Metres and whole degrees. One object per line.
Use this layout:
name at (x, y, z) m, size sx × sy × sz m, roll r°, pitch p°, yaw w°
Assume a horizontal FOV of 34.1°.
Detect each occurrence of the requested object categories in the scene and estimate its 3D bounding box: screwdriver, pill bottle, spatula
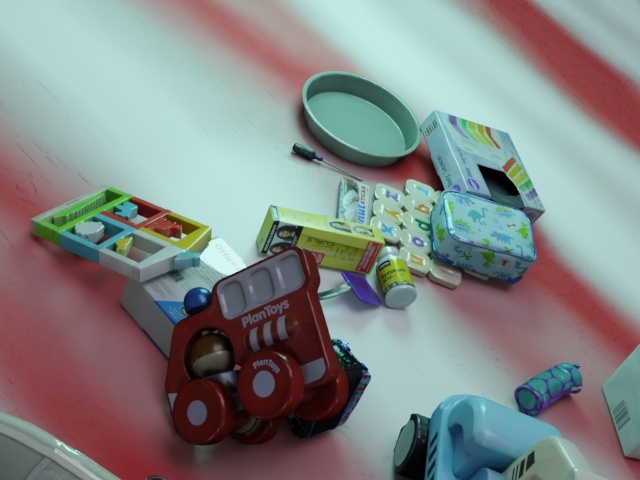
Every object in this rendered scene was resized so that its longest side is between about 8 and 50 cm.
screwdriver at (0.017, -0.170, 2.257) m, size 0.170 × 0.024 × 0.025 m, roll 21°, pitch 69°, yaw -11°
pill bottle at (0.144, 0.070, 2.040) m, size 0.065 × 0.065 × 0.116 m, roll 7°, pitch 44°, yaw -24°
spatula at (0.010, 0.097, 1.922) m, size 0.296 × 0.030 × 0.084 m, roll -5°, pitch 50°, yaw -47°

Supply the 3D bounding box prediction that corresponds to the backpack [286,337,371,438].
backpack at (-0.023, 0.217, 1.729) m, size 0.117 × 0.158 × 0.173 m, roll -5°, pitch 38°, yaw -45°

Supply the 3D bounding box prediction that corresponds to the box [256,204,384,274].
box at (0.000, 0.000, 2.012) m, size 0.232 × 0.087 × 0.058 m, roll 12°, pitch 33°, yaw -21°

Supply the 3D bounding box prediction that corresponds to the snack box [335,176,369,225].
snack box at (0.066, -0.062, 2.168) m, size 0.064 × 0.022 × 0.178 m, roll 20°, pitch 40°, yaw -12°

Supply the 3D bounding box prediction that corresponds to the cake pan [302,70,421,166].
cake pan at (0.087, -0.273, 2.380) m, size 0.293 × 0.054 × 0.293 m, roll 16°, pitch 41°, yaw -15°

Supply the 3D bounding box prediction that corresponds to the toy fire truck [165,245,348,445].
toy fire truck at (-0.112, 0.171, 1.597) m, size 0.169 × 0.302 × 0.253 m, roll 17°, pitch 54°, yaw -57°

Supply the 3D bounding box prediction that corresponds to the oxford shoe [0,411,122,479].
oxford shoe at (-0.332, 0.368, 1.391) m, size 0.449 × 0.169 × 0.130 m, roll 33°, pitch 60°, yaw 4°

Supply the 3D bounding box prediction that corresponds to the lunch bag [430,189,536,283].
lunch bag at (0.339, -0.012, 2.186) m, size 0.219 × 0.090 × 0.176 m, roll 15°, pitch 43°, yaw -16°

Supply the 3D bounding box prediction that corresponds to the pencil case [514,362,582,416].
pencil case at (0.436, 0.282, 1.982) m, size 0.152 × 0.064 × 0.070 m, roll -18°, pitch 33°, yaw -41°

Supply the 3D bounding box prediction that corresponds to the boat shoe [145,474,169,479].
boat shoe at (-0.202, 0.381, 1.533) m, size 0.125 × 0.038 × 0.046 m, roll 36°, pitch 40°, yaw 9°

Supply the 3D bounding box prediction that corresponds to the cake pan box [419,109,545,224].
cake pan box at (0.368, -0.159, 2.375) m, size 0.246 × 0.070 × 0.266 m, roll 12°, pitch 46°, yaw -31°

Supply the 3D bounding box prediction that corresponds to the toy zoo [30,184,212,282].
toy zoo at (-0.324, -0.010, 1.797) m, size 0.293 × 0.030 × 0.192 m, roll 21°, pitch 32°, yaw 25°

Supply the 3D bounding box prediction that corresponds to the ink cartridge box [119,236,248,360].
ink cartridge box at (-0.214, 0.096, 1.790) m, size 0.203 × 0.086 × 0.148 m, roll -23°, pitch 61°, yaw -43°

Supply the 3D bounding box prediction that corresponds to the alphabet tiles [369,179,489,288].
alphabet tiles at (0.235, -0.018, 2.219) m, size 0.278 × 0.021 × 0.284 m, roll 21°, pitch 40°, yaw -9°

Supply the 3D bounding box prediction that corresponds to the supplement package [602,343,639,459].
supplement package at (0.733, 0.326, 2.020) m, size 0.293 × 0.175 × 0.177 m, roll 14°, pitch 40°, yaw -17°

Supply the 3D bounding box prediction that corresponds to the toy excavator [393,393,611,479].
toy excavator at (0.274, 0.349, 1.521) m, size 0.222 × 0.445 × 0.433 m, roll 22°, pitch 40°, yaw -7°
